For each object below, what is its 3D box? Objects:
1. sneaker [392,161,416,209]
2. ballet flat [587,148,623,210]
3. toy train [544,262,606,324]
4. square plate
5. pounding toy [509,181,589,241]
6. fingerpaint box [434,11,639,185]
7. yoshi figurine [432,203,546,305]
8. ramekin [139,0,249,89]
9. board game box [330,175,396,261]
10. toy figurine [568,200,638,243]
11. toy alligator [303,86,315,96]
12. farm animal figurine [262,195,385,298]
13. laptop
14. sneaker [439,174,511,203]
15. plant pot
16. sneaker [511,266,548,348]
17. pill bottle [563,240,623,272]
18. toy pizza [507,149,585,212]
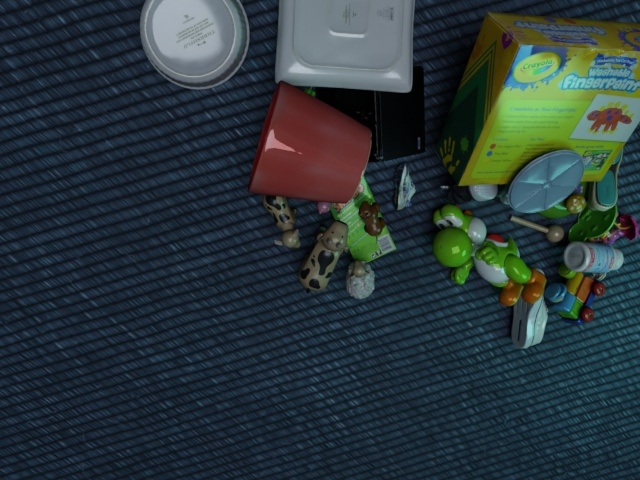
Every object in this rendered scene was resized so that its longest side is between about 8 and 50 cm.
[{"bbox_3d":[0.236,-0.152,1.569,0.058,0.052,0.135,-4,116,-15],"label":"sneaker"},{"bbox_3d":[0.793,-0.199,1.588,0.086,0.086,0.249,15,80,-11],"label":"ballet flat"},{"bbox_3d":[0.761,0.110,1.672,0.143,0.105,0.248,38,74,-23],"label":"toy train"},{"bbox_3d":[0.067,-0.547,1.373,0.343,0.049,0.348,2,93,-5],"label":"square plate"},{"bbox_3d":[0.677,-0.115,1.593,0.182,0.110,0.237,24,103,-13],"label":"pounding toy"},{"bbox_3d":[0.550,-0.328,1.360,0.444,0.163,0.371,-4,136,-18],"label":"fingerpaint box"},{"bbox_3d":[0.442,0.061,1.583,0.362,0.203,0.203,40,109,-9],"label":"yoshi figurine"},{"bbox_3d":[-0.304,-0.500,1.351,0.272,0.127,0.273,-2,107,-6],"label":"ramekin"},{"bbox_3d":[0.106,-0.064,1.585,0.124,0.039,0.260,-25,111,3],"label":"board game box"},{"bbox_3d":[0.844,-0.032,1.649,0.159,0.130,0.173,18,127,-21],"label":"toy figurine"},{"bbox_3d":[-0.037,-0.352,1.471,0.051,0.056,0.190,12,111,-52],"label":"toy alligator"},{"bbox_3d":[0.000,0.000,1.501,0.330,0.172,0.327,9,114,4],"label":"farm animal figurine"},{"bbox_3d":[0.136,-0.336,1.513,0.264,0.136,0.235,2,109,20],"label":"laptop"},{"bbox_3d":[0.448,-0.151,1.564,0.268,0.153,0.101,-1,92,-42],"label":"sneaker"},{"bbox_3d":[-0.024,-0.213,1.358,0.243,0.275,0.275,15,105,-12],"label":"plant pot"},{"bbox_3d":[0.641,0.200,1.713,0.091,0.094,0.258,-5,111,-30],"label":"sneaker"},{"bbox_3d":[0.782,0.049,1.614,0.160,0.087,0.087,4,108,-24],"label":"pill bottle"},{"bbox_3d":[0.557,-0.149,1.406,0.201,0.032,0.201,-10,138,-9],"label":"toy pizza"}]
